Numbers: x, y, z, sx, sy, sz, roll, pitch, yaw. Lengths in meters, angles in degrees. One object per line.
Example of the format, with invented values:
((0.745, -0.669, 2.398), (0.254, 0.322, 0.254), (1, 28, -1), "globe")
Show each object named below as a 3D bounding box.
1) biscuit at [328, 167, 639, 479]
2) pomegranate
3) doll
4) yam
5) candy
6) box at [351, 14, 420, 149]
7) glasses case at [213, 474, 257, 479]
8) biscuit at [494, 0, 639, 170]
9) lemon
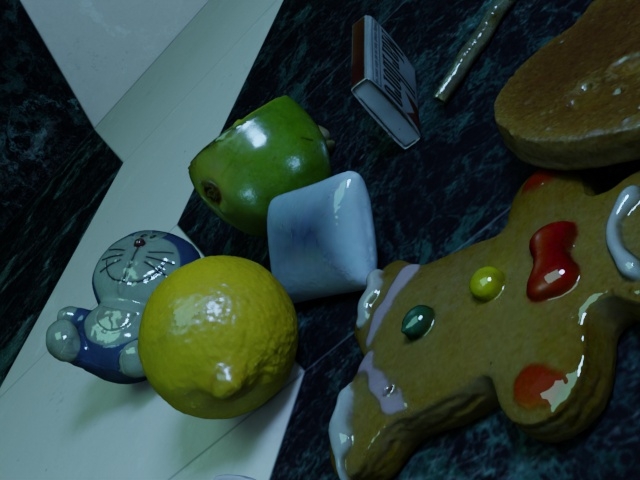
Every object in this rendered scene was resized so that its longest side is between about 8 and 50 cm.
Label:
((0.167, 0.040, 0.723), (0.432, 0.064, 0.283), (-30, 33, 40), "biscuit")
((-0.065, -0.088, 1.202), (0.190, 0.159, 0.241), (-37, 1, 8), "pomegranate")
((-0.282, 0.095, 1.324), (0.228, 0.154, 0.258), (4, 62, 22), "doll")
((0.214, -0.270, 1.100), (0.027, 0.029, 0.234), (30, 81, 38), "yam")
((0.000, 0.000, 1.025), (0.174, 0.071, 0.138), (-16, 78, 52), "candy")
((0.087, -0.213, 1.131), (0.036, 0.115, 0.177), (-31, 33, 25), "box")
((-0.085, 0.260, 0.903), (0.083, 0.032, 0.021), (-16, 42, 51), "glasses case")
((0.286, -0.158, 0.773), (0.257, 0.049, 0.273), (-46, 26, -9), "biscuit")
((-0.116, 0.107, 0.983), (0.187, 0.187, 0.244), (-49, 26, 7), "lemon")
